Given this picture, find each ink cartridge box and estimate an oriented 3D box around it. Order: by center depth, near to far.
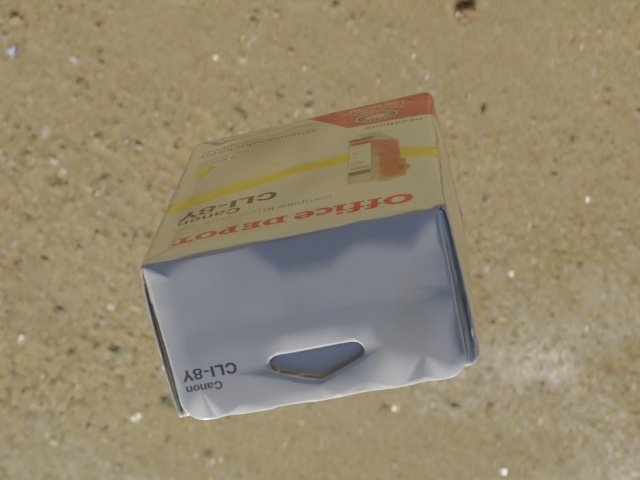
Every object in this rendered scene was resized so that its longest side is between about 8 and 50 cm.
[{"bbox_3d":[0.000,0.000,1.340,0.279,0.385,0.160,-12,110,7],"label":"ink cartridge box"}]
